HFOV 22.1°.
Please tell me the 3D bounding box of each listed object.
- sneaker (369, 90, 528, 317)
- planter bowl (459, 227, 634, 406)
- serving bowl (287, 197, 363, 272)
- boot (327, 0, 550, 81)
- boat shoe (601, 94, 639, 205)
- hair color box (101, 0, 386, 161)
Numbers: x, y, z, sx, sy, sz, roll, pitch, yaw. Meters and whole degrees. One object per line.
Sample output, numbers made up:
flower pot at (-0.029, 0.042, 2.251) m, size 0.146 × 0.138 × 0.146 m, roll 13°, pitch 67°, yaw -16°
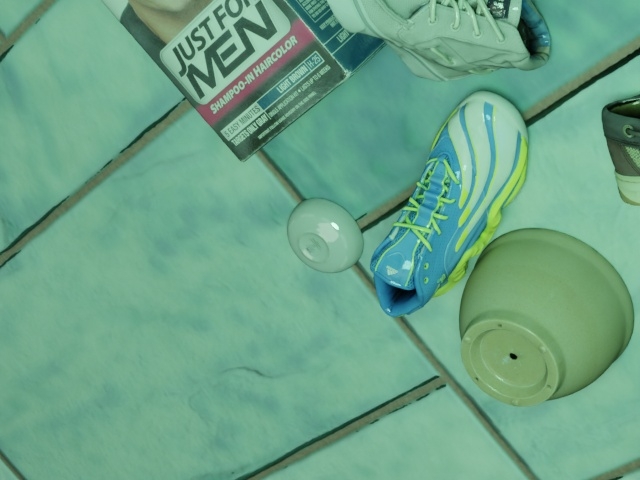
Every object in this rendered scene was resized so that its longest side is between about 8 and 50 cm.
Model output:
sneaker at (0.112, -0.018, 1.480) m, size 0.091 × 0.126 × 0.240 m, roll 28°, pitch 133°, yaw 14°
planter bowl at (0.194, 0.085, 1.512) m, size 0.162 × 0.109 × 0.162 m, roll 17°, pitch 129°, yaw 22°
serving bowl at (0.000, 0.000, 1.635) m, size 0.083 × 0.027 × 0.083 m, roll 18°, pitch 130°, yaw 23°
boot at (0.101, -0.197, 1.315) m, size 0.123 × 0.258 × 0.095 m, roll -1°, pitch 79°, yaw 26°
boat shoe at (0.345, -0.097, 1.290) m, size 0.285 × 0.103 × 0.092 m, roll -12°, pitch 118°, yaw 44°
hair color box at (-0.113, -0.258, 1.474) m, size 0.347 × 0.105 × 0.174 m, roll 49°, pitch 133°, yaw -5°
